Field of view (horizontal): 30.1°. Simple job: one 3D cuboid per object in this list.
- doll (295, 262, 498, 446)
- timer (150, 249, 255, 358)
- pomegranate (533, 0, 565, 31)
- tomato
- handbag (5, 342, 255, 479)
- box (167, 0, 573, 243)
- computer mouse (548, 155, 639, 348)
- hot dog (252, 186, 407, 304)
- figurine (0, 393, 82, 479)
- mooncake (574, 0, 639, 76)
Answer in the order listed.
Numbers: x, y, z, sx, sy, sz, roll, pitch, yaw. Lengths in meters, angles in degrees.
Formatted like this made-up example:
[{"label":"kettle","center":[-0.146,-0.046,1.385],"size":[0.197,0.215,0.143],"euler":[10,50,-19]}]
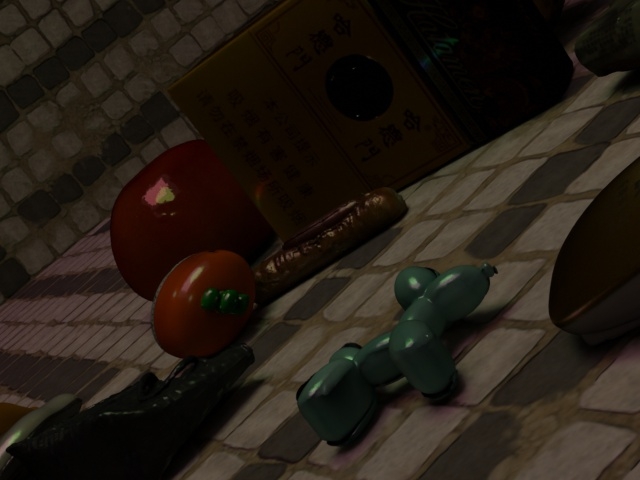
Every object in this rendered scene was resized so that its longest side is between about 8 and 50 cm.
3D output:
[{"label":"doll","center":[0.065,0.073,0.901],"size":[0.159,0.059,0.158],"euler":[-34,14,21]},{"label":"timer","center":[-0.126,0.068,1.315],"size":[0.136,0.099,0.136],"euler":[-53,23,34]},{"label":"pomegranate","center":[0.178,-0.344,1.567],"size":[0.322,0.322,0.322],"euler":[-35,13,10]},{"label":"tomato","center":[-0.187,-0.029,1.647],"size":[0.260,0.180,0.260],"euler":[-38,13,10]},{"label":"handbag","center":[-0.188,0.179,1.172],"size":[0.270,0.089,0.175],"euler":[-24,11,45]},{"label":"box","center":[0.053,-0.195,1.394],"size":[0.415,0.264,0.116],"euler":[-28,14,32]},{"label":"computer mouse","center":[0.270,-0.041,0.735],"size":[0.310,0.072,0.158],"euler":[-30,17,27]},{"label":"hot dog","center":[0.000,0.000,1.344],"size":[0.215,0.047,0.066],"euler":[-32,12,21]},{"label":"figurine","center":[-0.378,0.215,1.281],"size":[0.166,0.141,0.250],"euler":[-59,-5,20]},{"label":"mooncake","center":[0.323,-0.213,1.165],"size":[0.130,0.073,0.125],"euler":[-41,10,-21]}]
